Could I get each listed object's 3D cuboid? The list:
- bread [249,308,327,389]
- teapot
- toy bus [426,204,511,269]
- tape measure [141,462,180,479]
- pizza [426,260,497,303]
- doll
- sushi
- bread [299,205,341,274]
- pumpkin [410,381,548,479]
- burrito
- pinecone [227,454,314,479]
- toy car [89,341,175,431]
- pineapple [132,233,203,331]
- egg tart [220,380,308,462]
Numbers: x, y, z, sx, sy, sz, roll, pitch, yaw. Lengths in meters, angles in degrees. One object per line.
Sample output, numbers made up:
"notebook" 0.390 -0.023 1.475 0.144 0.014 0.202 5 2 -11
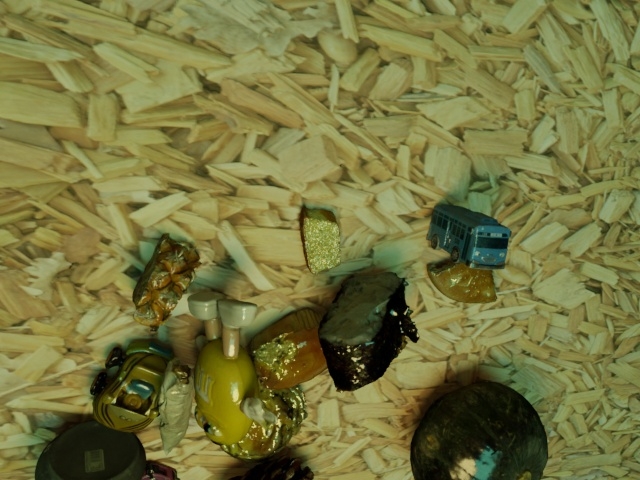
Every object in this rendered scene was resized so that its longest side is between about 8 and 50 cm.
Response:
"bread" -0.071 0.304 1.281 0.250 0.133 0.179 -19 118 -7
"teapot" -0.592 0.682 1.204 0.253 0.300 0.344 -10 126 -50
"toy bus" 0.389 -0.014 1.231 0.116 0.234 0.134 4 106 -17
"tape measure" -0.492 0.710 1.349 0.118 0.074 0.125 -47 120 -1
"pizza" 0.431 0.123 1.392 0.270 0.056 0.135 12 108 -18
"doll" -0.226 0.324 1.158 0.161 0.348 0.424 -11 77 -37
"sushi" 0.138 0.227 1.192 0.234 0.348 0.208 -4 114 30
"bread" 0.000 0.000 1.226 0.103 0.065 0.188 -6 110 -7
"pumpkin" 0.487 0.656 1.451 0.454 0.344 0.455 -11 112 -29
"burrito" -0.361 0.413 1.162 0.076 0.117 0.392 12 133 -7
"pinecone" -0.137 0.785 1.376 0.295 0.242 0.298 -32 144 27
"toy car" -0.476 0.391 1.193 0.200 0.142 0.248 28 100 -22
"pineapple" -0.385 0.107 1.115 0.114 0.186 0.237 34 55 -20
"egg tart" -0.168 0.531 1.347 0.296 0.132 0.297 -4 105 -14
